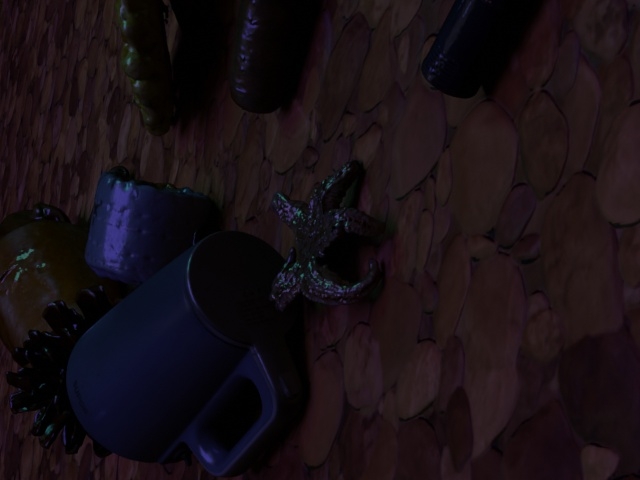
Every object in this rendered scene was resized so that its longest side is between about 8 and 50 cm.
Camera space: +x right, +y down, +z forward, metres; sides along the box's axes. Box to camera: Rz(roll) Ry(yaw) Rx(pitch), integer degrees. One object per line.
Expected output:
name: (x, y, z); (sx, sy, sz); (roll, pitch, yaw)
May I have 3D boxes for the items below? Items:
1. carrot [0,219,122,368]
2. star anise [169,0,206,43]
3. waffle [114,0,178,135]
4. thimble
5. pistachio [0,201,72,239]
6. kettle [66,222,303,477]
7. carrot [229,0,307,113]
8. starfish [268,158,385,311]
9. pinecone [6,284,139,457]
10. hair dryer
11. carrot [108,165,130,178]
carrot: (-0.337, 0.110, 1.801); (0.254, 0.196, 0.196); (-124, 47, -60)
star anise: (-0.138, -0.428, 1.609); (0.292, 0.109, 0.349); (-105, 26, -51)
waffle: (-0.214, -0.280, 1.667); (0.312, 0.060, 0.307); (96, 166, -77)
thimble: (-0.193, -0.009, 1.559); (0.151, 0.127, 0.118); (-151, 72, -73)
pistachio: (-0.429, 0.033, 2.147); (0.165, 0.130, 0.210); (-53, 43, 45)
kettle: (-0.114, 0.119, 1.311); (0.243, 0.160, 0.211); (-42, 61, 49)
carrot: (-0.037, -0.281, 1.308); (0.070, 0.070, 0.342); (-119, 33, -58)
starfish: (-0.009, -0.004, 1.182); (0.150, 0.053, 0.209); (-61, 25, 10)
pinecone: (-0.256, 0.150, 1.574); (0.208, 0.207, 0.208); (-171, 90, -69)
hair dryer: (0.115, -0.225, 0.986); (0.195, 0.050, 0.173); (-98, 30, -44)
carrot: (-0.299, -0.055, 1.978); (0.165, 0.035, 0.036); (125, 147, -53)
